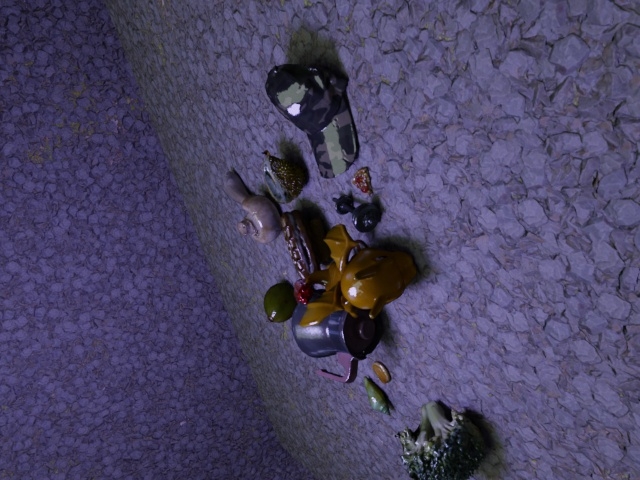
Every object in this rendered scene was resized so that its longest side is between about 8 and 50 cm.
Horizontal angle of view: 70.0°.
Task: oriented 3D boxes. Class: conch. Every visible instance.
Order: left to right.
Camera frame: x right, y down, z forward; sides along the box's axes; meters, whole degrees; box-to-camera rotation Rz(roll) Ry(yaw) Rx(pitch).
[{"bbox_3d":[0.264,0.743,2.161,0.095,0.079,0.201,76,168,-47],"label":"conch"}]

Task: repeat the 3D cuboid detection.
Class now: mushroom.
[{"bbox_3d":[-0.441,-0.261,2.453,0.247,0.108,0.096,50,-171,26],"label":"mushroom"},{"bbox_3d":[-0.291,-0.093,2.248,0.189,0.195,0.254,14,128,49],"label":"mushroom"}]

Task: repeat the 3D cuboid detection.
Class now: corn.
[{"bbox_3d":[0.000,0.000,1.984,0.068,0.068,0.207,12,123,54],"label":"corn"}]

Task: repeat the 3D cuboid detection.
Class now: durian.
[{"bbox_3d":[-0.153,-0.282,1.929,0.193,0.137,0.237,5,120,60],"label":"durian"}]

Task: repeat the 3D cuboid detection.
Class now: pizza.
[{"bbox_3d":[0.147,-0.216,1.615,0.100,0.029,0.099,41,143,33],"label":"pizza"}]

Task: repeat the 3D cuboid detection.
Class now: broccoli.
[{"bbox_3d":[0.437,0.750,1.721,0.281,0.293,0.348,-93,12,-55],"label":"broccoli"}]

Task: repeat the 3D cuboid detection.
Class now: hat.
[{"bbox_3d":[-0.048,-0.409,1.611,0.366,0.257,0.382,0,94,60],"label":"hat"}]

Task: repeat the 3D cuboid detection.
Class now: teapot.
[{"bbox_3d":[0.069,0.397,1.942,0.361,0.305,0.376,-6,74,52],"label":"teapot"}]

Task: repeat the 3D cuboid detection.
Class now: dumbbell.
[{"bbox_3d":[0.118,-0.112,1.680,0.254,0.110,0.110,36,141,49],"label":"dumbbell"}]

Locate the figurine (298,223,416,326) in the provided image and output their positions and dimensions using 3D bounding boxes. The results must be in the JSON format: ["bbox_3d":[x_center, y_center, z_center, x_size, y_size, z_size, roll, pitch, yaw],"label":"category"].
[{"bbox_3d":[0.115,0.162,1.644,0.268,0.401,0.387,39,155,-26],"label":"figurine"}]

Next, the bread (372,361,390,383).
[{"bbox_3d":[0.274,0.600,2.076,0.110,0.024,0.110,37,142,37],"label":"bread"}]

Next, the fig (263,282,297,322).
[{"bbox_3d":[-0.231,0.350,2.487,0.202,0.225,0.203,17,130,21],"label":"fig"}]

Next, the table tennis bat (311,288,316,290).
[{"bbox_3d":[0.009,0.380,2.308,0.310,0.038,0.200,55,150,15],"label":"table tennis bat"}]

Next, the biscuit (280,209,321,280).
[{"bbox_3d":[-0.089,0.019,2.017,0.332,0.103,0.332,160,90,-82],"label":"biscuit"}]

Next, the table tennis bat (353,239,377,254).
[{"bbox_3d":[0.175,0.043,1.795,0.154,0.019,0.098,-2,112,62],"label":"table tennis bat"}]

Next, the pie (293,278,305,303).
[{"bbox_3d":[-0.059,0.292,2.280,0.219,0.054,0.204,55,147,17],"label":"pie"}]
